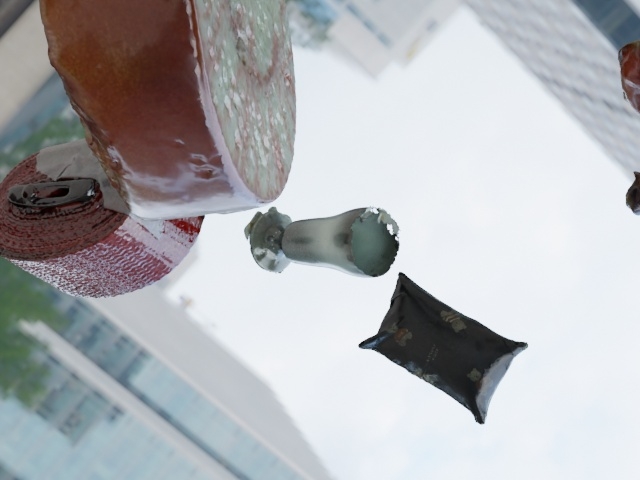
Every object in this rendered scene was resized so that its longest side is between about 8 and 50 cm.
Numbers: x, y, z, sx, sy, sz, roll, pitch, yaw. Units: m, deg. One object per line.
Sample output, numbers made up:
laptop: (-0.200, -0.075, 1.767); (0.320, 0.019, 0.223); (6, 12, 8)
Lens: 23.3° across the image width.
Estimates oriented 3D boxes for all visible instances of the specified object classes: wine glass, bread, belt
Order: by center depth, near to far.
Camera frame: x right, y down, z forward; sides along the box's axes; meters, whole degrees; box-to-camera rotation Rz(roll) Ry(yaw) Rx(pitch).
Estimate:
bread: (-0.103, -0.168, 1.100); (0.114, 0.328, 0.295); (-6, -135, 10)
belt: (-0.221, -0.025, 1.468); (0.200, 0.124, 0.128); (-8, -118, 31)
wine glass: (0.000, 0.000, 1.513); (0.155, 0.072, 0.072); (1, -129, 47)

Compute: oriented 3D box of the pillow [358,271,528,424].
pillow: (0.120, 0.106, 1.533); (0.048, 0.150, 0.090); (-35, 151, -56)

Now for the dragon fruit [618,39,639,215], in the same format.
dragon fruit: (0.333, -0.035, 0.873); (0.277, 0.277, 0.342); (-44, -140, 10)
